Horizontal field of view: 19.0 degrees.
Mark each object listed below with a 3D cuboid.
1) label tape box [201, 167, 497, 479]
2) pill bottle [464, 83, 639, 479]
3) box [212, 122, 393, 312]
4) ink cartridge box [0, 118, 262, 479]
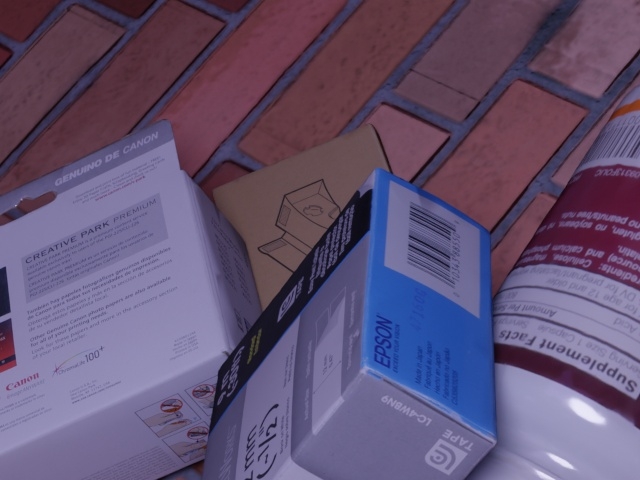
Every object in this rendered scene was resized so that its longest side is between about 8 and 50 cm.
[{"bbox_3d":[-0.014,0.153,1.380,0.348,0.115,0.249,-50,18,29],"label":"label tape box"},{"bbox_3d":[0.227,0.092,1.402,0.224,0.224,0.392,21,66,33],"label":"pill bottle"},{"bbox_3d":[0.000,0.000,1.697,0.164,0.021,0.201,-23,50,6],"label":"box"},{"bbox_3d":[-0.212,0.081,1.644,0.309,0.130,0.272,-24,50,11],"label":"ink cartridge box"}]
